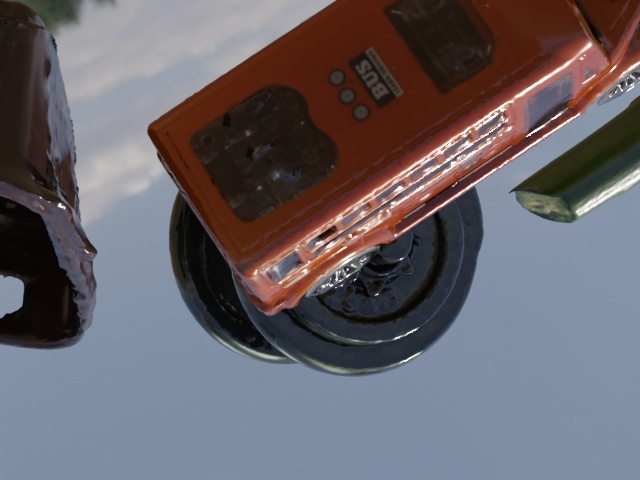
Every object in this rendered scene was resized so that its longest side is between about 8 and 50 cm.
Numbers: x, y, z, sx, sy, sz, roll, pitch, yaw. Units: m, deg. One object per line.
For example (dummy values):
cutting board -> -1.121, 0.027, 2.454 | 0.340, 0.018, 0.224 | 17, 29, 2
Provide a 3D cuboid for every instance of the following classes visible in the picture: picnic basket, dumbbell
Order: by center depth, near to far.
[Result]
picnic basket -> -0.228, -0.046, 1.091 | 0.223, 0.129, 0.297 | 10, 160, 1
dumbbell -> 0.000, 0.000, 1.365 | 0.192, 0.192, 0.290 | -30, -170, -19

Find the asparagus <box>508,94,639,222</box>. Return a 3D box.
asparagus -> 0.283, -0.097, 1.524 | 0.278, 0.067, 0.060 | -37, -162, 4

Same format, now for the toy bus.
toy bus -> 0.063, -0.101, 1.136 | 0.329, 0.143, 0.153 | -33, 169, -2
